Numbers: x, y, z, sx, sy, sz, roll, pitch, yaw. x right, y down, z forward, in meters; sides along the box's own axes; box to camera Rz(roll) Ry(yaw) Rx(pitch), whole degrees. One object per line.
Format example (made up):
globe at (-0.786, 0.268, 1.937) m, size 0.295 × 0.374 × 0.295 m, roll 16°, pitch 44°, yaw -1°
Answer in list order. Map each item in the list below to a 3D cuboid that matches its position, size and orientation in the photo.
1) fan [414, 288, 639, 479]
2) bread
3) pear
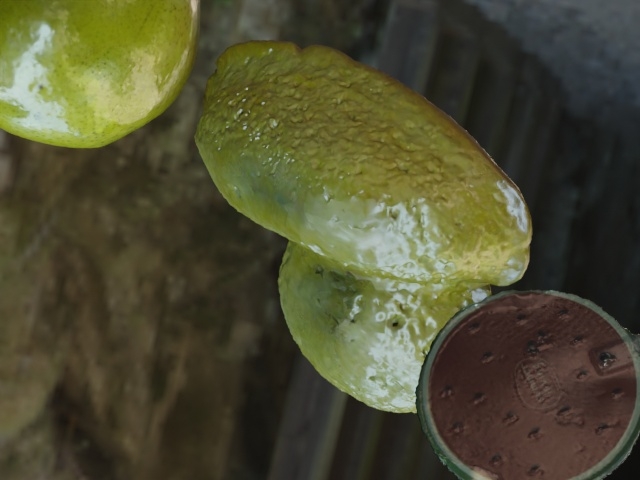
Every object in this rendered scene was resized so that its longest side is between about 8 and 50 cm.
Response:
fan at (0.099, 0.046, 0.680) m, size 0.133 × 0.085 × 0.005 m, roll -22°, pitch 151°, yaw -1°
bread at (0.000, 0.000, 0.774) m, size 0.065 × 0.149 × 0.188 m, roll -30°, pitch -132°, yaw -35°
pear at (-0.180, -0.164, 1.357) m, size 0.198 × 0.198 × 0.198 m, roll 13°, pitch -179°, yaw 0°
